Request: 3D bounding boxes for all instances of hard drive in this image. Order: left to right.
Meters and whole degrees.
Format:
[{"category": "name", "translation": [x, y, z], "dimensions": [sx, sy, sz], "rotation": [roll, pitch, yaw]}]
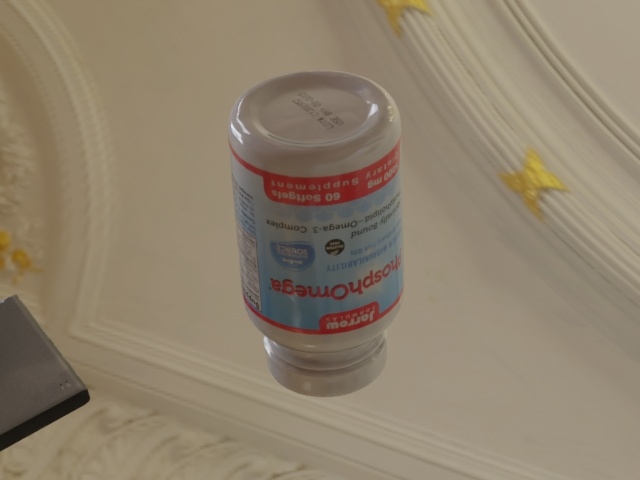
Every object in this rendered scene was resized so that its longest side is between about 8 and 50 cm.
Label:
[{"category": "hard drive", "translation": [-0.270, 0.112, 1.334], "dimensions": [0.094, 0.022, 0.135], "rotation": [-29, -130, -20]}]

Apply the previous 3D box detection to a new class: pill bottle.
[{"category": "pill bottle", "translation": [0.000, 0.000, 0.803], "dimensions": [0.087, 0.087, 0.160], "rotation": [15, -50, 24]}]
